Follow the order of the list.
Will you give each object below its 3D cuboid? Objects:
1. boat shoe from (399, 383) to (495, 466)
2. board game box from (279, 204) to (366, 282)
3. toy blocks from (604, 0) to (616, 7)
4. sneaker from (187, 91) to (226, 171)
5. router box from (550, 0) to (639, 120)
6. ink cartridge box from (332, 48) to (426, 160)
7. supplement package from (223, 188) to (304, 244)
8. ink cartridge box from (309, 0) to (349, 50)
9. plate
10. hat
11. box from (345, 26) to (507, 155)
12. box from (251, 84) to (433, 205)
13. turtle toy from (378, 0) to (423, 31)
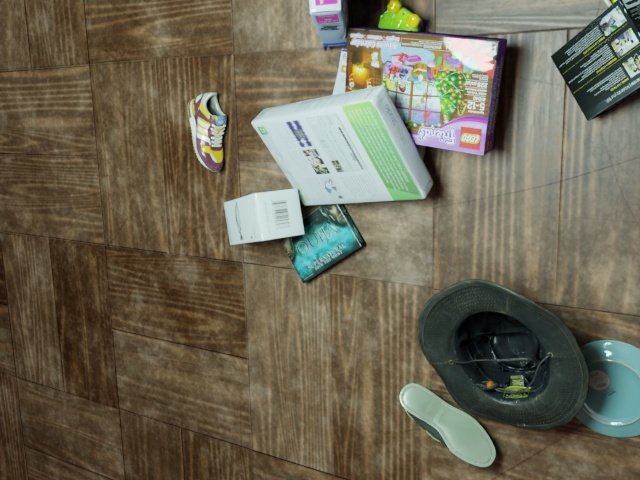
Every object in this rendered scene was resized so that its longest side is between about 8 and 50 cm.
[{"bbox_3d":[0.263,0.382,1.431,0.228,0.068,0.081,38,78,16],"label":"boat shoe"},{"bbox_3d":[0.000,0.000,1.539,0.186,0.026,0.126,-35,82,33],"label":"board game box"},{"bbox_3d":[0.506,-0.456,1.099,0.148,0.054,0.123,-36,79,32],"label":"toy blocks"},{"bbox_3d":[-0.257,-0.257,1.623,0.084,0.070,0.185,-14,93,39],"label":"sneaker"},{"bbox_3d":[0.469,-0.291,1.110,0.133,0.046,0.179,63,159,5],"label":"router box"},{"bbox_3d":[0.121,-0.255,1.395,0.223,0.045,0.224,22,111,26],"label":"ink cartridge box"},{"bbox_3d":[-0.128,-0.050,1.521,0.179,0.105,0.105,-8,92,60],"label":"supplement package"},{"bbox_3d":[0.017,-0.475,1.278,0.065,0.311,0.185,-3,93,3],"label":"ink cartridge box"},{"bbox_3d":[0.534,0.275,1.258,0.188,0.024,0.188,8,106,31],"label":"plate"},{"bbox_3d":[0.353,0.190,1.289,0.331,0.134,0.331,18,128,25],"label":"hat"},{"bbox_3d":[0.184,-0.282,1.275,0.293,0.057,0.200,14,115,28],"label":"box"},{"bbox_3d":[0.039,-0.176,1.362,0.322,0.058,0.232,1,134,43],"label":"box"},{"bbox_3d":[0.165,-0.398,1.323,0.130,0.066,0.095,42,126,17],"label":"turtle toy"}]
